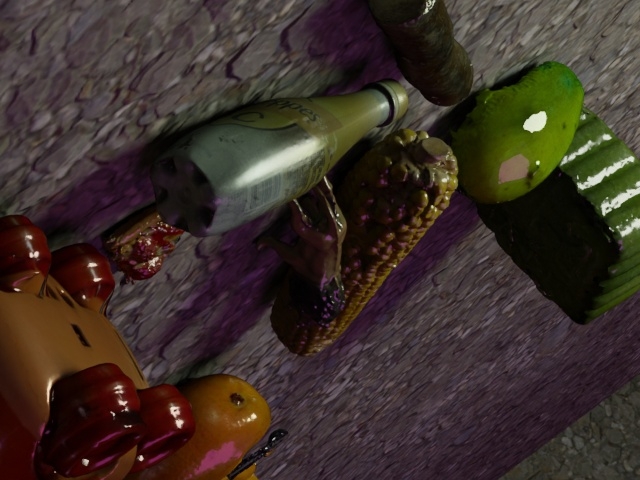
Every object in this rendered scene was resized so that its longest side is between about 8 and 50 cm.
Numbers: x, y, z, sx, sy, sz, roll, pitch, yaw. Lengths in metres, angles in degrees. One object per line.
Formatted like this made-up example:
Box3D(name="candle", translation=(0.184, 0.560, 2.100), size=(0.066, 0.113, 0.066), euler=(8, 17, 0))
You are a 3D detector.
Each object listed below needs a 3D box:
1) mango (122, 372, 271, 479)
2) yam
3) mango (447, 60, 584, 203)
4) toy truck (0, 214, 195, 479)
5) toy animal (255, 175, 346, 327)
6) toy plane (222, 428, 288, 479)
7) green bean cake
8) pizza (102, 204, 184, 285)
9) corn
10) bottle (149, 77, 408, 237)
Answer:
Box3D(name="mango", translation=(-0.152, 0.220, 1.958), size=(0.217, 0.102, 0.141), euler=(-43, -176, 10))
Box3D(name="yam", translation=(0.086, -0.165, 1.571), size=(0.061, 0.061, 0.253), euler=(-41, 164, 2))
Box3D(name="mango", translation=(0.200, -0.108, 1.898), size=(0.178, 0.100, 0.119), euler=(-42, 163, -24))
Box3D(name="toy truck", translation=(-0.239, 0.127, 1.390), size=(0.239, 0.189, 0.265), euler=(-34, 164, 6))
Box3D(name="toy animal", translation=(-0.012, -0.011, 1.736), size=(0.069, 0.086, 0.220), euler=(-36, 145, -25))
Box3D(name="toy plane", translation=(-0.169, 0.293, 2.120), size=(0.204, 0.103, 0.316), euler=(-49, 155, 20))
Box3D(name="green bean cake", translation=(0.281, -0.031, 2.089), size=(0.113, 0.200, 0.214), euler=(-32, 162, -24))
Box3D(name="pizza", translation=(-0.129, -0.006, 1.550), size=(0.099, 0.029, 0.100), euler=(-38, 164, -12))
Box3D(name="corn", translation=(0.038, 0.003, 1.829), size=(0.097, 0.097, 0.320), euler=(-26, 159, -41))
Box3D(name="bottle", translation=(-0.023, -0.078, 1.513), size=(0.269, 0.083, 0.083), euler=(-29, 160, -46))
